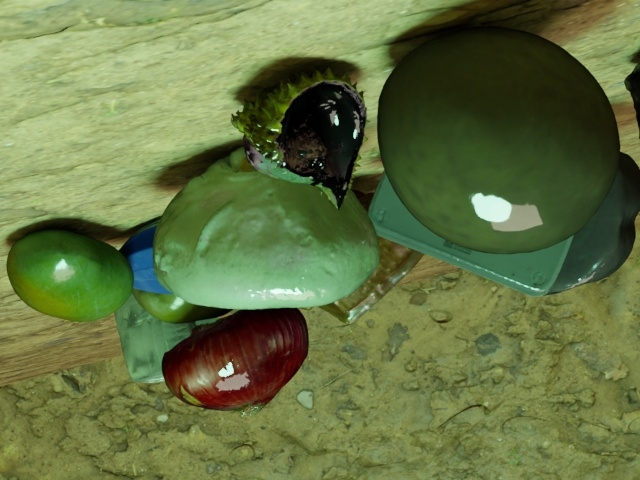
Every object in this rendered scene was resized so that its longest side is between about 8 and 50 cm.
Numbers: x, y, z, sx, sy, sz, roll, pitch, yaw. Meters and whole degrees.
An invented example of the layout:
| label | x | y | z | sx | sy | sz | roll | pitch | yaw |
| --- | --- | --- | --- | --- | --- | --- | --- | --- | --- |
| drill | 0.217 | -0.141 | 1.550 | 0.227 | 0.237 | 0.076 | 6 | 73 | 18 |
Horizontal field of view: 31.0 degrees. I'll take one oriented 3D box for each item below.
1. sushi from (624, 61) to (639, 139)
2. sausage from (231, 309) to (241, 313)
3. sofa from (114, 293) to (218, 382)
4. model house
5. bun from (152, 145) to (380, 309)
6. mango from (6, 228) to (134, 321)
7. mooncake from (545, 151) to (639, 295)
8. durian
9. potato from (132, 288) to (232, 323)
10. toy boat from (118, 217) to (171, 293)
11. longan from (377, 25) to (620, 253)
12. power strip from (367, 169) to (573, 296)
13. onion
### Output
| label | x | y | z | sx | sy | sz | roll | pitch | yaw |
| --- | --- | --- | --- | --- | --- | --- | --- | --- | --- |
| sushi | 0.510 | -0.106 | 1.310 | 0.281 | 0.294 | 0.299 | -13 | 171 | 20 |
| sausage | -0.103 | 0.063 | 2.035 | 0.123 | 0.123 | 0.253 | -9 | 172 | -28 |
| sofa | -0.236 | 0.139 | 2.051 | 0.176 | 0.210 | 0.225 | -21 | 166 | 34 |
| model house | 0.001 | 0.001 | 1.714 | 0.220 | 0.199 | 0.229 | -51 | 141 | -3 |
| bun | -0.066 | -0.027 | 1.364 | 0.283 | 0.179 | 0.283 | -1 | -168 | 0 |
| mango | -0.342 | 0.049 | 1.560 | 0.156 | 0.114 | 0.251 | 8 | 173 | 9 |
| mooncake | 0.332 | -0.045 | 1.618 | 0.245 | 0.245 | 0.133 | -19 | 173 | 32 |
| durian | -0.030 | -0.120 | 1.131 | 0.108 | 0.119 | 0.186 | 25 | 178 | 29 |
| potato | -0.205 | 0.061 | 1.796 | 0.154 | 0.137 | 0.200 | -17 | 172 | 25 |
| toy boat | -0.180 | 0.013 | 1.634 | 0.295 | 0.129 | 0.088 | -15 | -147 | 26 |
| longan | 0.161 | -0.100 | 1.101 | 0.248 | 0.248 | 0.248 | -13 | 172 | -2 |
| power strip | 0.212 | -0.057 | 1.531 | 0.264 | 0.194 | 0.059 | 22 | 174 | 10 |
| onion | -0.122 | 0.175 | 1.755 | 0.248 | 0.161 | 0.248 | -42 | 174 | -6 |
